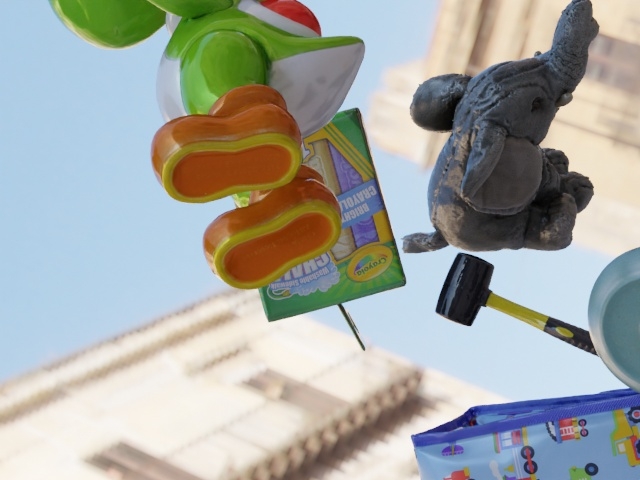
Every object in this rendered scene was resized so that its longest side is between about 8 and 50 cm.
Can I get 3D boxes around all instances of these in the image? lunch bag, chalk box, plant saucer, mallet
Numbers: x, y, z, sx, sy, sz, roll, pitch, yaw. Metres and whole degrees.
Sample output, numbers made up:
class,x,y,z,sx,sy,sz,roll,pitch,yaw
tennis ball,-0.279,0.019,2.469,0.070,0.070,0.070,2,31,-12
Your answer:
class,x,y,z,sx,sy,sz,roll,pitch,yaw
lunch bag,0.259,0.254,1.745,0.138,0.293,0.221,-16,-87,-57
chalk box,0.000,0.000,1.717,0.132,0.132,0.213,-3,-101,-89
plant saucer,0.245,0.063,1.356,0.021,0.119,0.119,-29,-45,-57
mallet,0.185,0.078,1.623,0.062,0.190,0.039,-61,-22,6

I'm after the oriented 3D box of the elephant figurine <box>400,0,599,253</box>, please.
class,x,y,z,sx,sy,sz,roll,pitch,yaw
elephant figurine,0.168,-0.104,1.800,0.186,0.169,0.239,-59,-30,-27

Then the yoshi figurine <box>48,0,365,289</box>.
class,x,y,z,sx,sy,sz,roll,pitch,yaw
yoshi figurine,-0.112,-0.137,1.402,0.203,0.362,0.203,15,-50,-30
